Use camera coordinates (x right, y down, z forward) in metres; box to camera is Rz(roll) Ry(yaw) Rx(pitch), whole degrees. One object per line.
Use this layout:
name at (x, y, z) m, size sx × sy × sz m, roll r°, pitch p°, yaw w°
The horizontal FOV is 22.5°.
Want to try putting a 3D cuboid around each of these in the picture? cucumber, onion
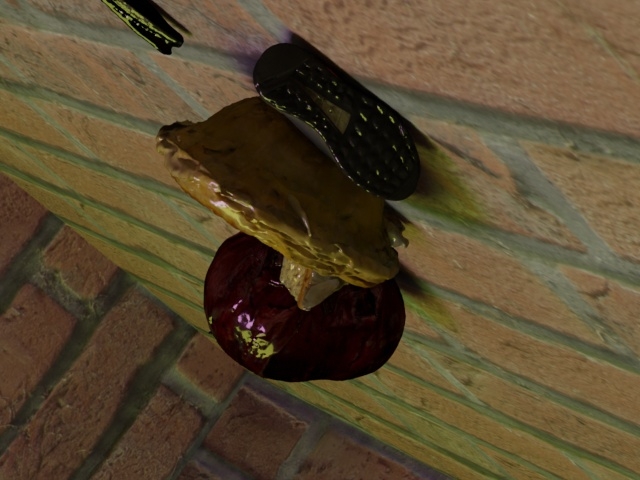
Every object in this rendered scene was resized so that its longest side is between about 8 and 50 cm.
cucumber at (-0.201, -0.247, 1.694) m, size 0.135 × 0.033 × 0.034 m, roll 40°, pitch -154°, yaw -21°
onion at (-0.012, 0.083, 2.088) m, size 0.281 × 0.281 × 0.221 m, roll 42°, pitch -149°, yaw -33°

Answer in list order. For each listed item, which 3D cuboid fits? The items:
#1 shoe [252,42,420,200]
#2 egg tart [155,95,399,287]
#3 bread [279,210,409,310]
shoe at (0.016, -0.115, 1.525) m, size 0.194 × 0.074 × 0.077 m, roll 40°, pitch 180°, yaw -10°
egg tart at (-0.028, -0.064, 1.631) m, size 0.295 × 0.116 × 0.295 m, roll 28°, pitch -170°, yaw -5°
bread at (0.000, 0.000, 1.861) m, size 0.127 × 0.152 × 0.147 m, roll 41°, pitch 177°, yaw -20°
